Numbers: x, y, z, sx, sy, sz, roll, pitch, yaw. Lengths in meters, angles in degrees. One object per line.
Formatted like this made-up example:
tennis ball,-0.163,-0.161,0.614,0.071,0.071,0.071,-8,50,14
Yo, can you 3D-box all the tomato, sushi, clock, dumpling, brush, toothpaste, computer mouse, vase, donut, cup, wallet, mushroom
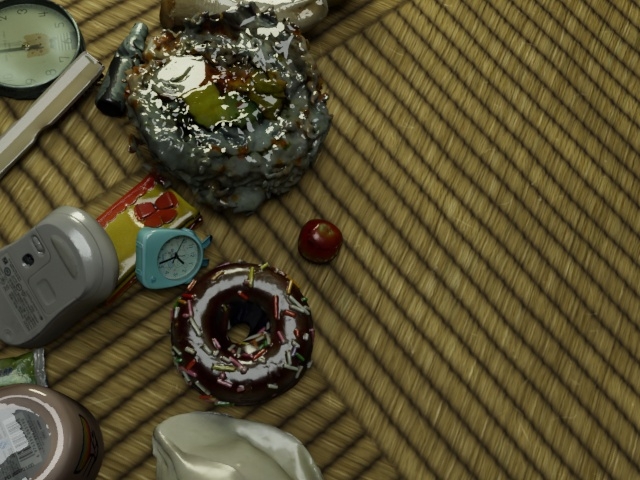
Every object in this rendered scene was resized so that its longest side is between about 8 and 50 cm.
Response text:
tomato,0.000,0.000,1.336,0.087,0.075,0.087,4,67,-10
sushi,-0.177,-0.253,1.350,0.417,0.176,0.418,4,67,-8
clock,-0.254,0.027,1.272,0.147,0.045,0.108,-5,107,-36
dumpling,-0.112,0.417,1.122,0.260,0.181,0.341,-12,35,-35
brush,-0.539,-0.231,1.372,0.060,0.050,0.321,38,77,5
toothpaste,-0.584,0.237,1.184,0.247,0.047,0.078,-9,70,-13
computer mouse,-0.448,0.056,1.194,0.184,0.297,0.121,54,29,1
vase,-0.390,-0.350,1.426,0.059,0.060,0.211,14,67,-2
donut,-0.135,0.156,1.244,0.269,0.103,0.270,2,71,-7
clock,-0.587,-0.388,1.421,0.226,0.049,0.226,3,68,-8
cup,-0.444,0.347,1.075,0.191,0.200,0.253,2,69,-7
wallet,-0.347,-0.011,1.299,0.141,0.067,0.241,41,70,11
mushroom,-0.159,-0.476,1.471,0.351,0.123,0.095,2,37,0

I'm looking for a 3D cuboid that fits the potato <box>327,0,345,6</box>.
potato,-0.014,-0.568,1.514,0.194,0.157,0.157,-18,72,-8
